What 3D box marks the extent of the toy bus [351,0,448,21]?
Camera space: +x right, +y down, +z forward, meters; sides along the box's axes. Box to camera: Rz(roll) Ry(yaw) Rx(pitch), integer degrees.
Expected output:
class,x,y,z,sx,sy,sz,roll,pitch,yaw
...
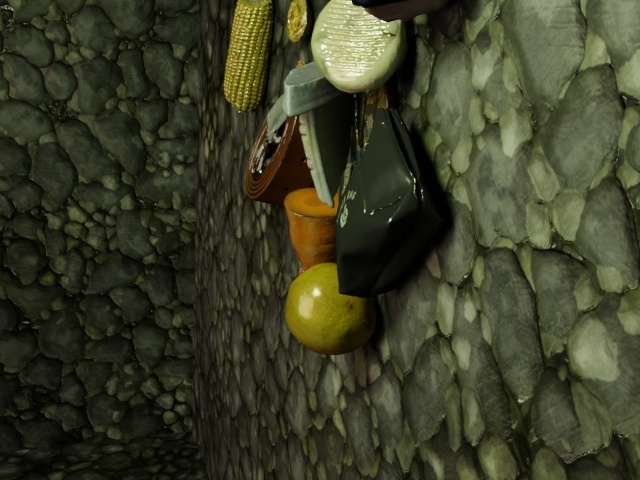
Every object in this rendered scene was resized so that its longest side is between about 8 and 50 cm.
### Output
class,x,y,z,sx,sy,sz,roll,pitch,yaw
toy bus,0.130,-0.581,1.351,0.162,0.171,0.387,14,-108,-77

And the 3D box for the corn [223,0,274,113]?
class,x,y,z,sx,sy,sz,roll,pitch,yaw
corn,-0.229,-0.593,2.466,0.144,0.143,0.387,-120,32,-53

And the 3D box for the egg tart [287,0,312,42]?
class,x,y,z,sx,sy,sz,roll,pitch,yaw
egg tart,-0.050,-0.597,2.091,0.128,0.049,0.129,-177,90,-66

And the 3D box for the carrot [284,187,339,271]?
class,x,y,z,sx,sy,sz,roll,pitch,yaw
carrot,0.000,0.000,1.887,0.159,0.159,0.225,-127,28,-59

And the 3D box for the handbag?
class,x,y,z,sx,sy,sz,roll,pitch,yaw
handbag,0.111,-0.080,1.532,0.342,0.152,0.288,121,147,-54

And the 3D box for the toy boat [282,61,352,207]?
class,x,y,z,sx,sy,sz,roll,pitch,yaw
toy boat,0.007,-0.272,1.720,0.276,0.111,0.294,-63,-33,-41

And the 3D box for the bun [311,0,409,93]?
class,x,y,z,sx,sy,sz,roll,pitch,yaw
bun,0.086,-0.400,1.563,0.209,0.116,0.237,-2,71,31

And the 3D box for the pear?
class,x,y,z,sx,sy,sz,roll,pitch,yaw
pear,0.027,0.156,1.715,0.209,0.208,0.209,178,90,-71

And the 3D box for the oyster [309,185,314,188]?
class,x,y,z,sx,sy,sz,roll,pitch,yaw
oyster,-0.018,-0.075,2.027,0.163,0.081,0.191,-24,59,42

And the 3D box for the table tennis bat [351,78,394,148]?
class,x,y,z,sx,sy,sz,roll,pitch,yaw
table tennis bat,0.111,-0.325,1.676,0.200,0.038,0.310,169,95,-71

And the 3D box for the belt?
class,x,y,z,sx,sy,sz,roll,pitch,yaw
belt,-0.077,-0.237,1.987,0.339,0.122,0.217,-59,31,34

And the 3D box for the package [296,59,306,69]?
class,x,y,z,sx,sy,sz,roll,pitch,yaw
package,-0.052,-0.423,2.133,0.108,0.031,0.121,-110,26,-42

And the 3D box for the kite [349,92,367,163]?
class,x,y,z,sx,sy,sz,roll,pitch,yaw
kite,0.092,-0.197,1.693,0.169,0.015,0.310,-124,26,-54

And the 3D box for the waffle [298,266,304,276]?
class,x,y,z,sx,sy,sz,roll,pitch,yaw
waffle,-0.045,0.113,2.166,0.075,0.029,0.083,121,145,-57
